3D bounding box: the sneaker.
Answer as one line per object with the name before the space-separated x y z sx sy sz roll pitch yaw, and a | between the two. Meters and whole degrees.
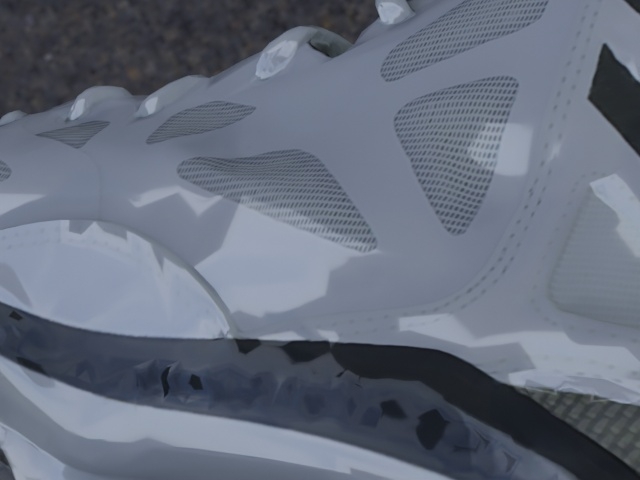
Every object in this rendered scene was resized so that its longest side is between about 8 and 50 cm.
sneaker | 0.001 0.001 0.519 0.447 0.257 0.169 16 148 46
